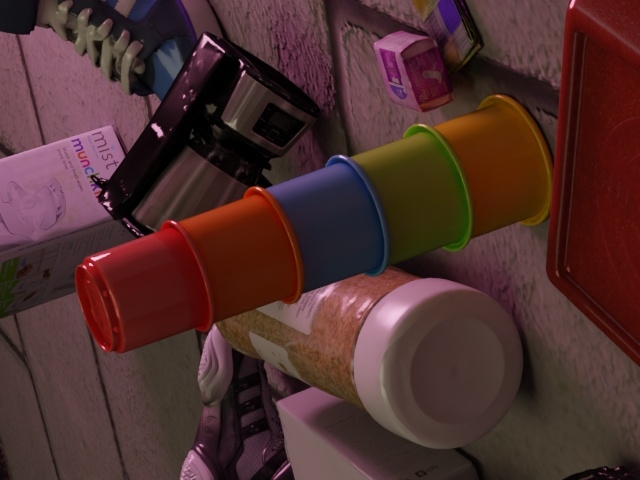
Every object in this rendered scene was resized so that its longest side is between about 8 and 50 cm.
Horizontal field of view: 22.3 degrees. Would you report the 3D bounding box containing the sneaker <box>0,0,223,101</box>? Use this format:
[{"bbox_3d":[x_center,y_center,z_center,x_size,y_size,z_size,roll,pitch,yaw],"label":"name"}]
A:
[{"bbox_3d":[-0.245,-0.211,1.559,0.323,0.236,0.130,63,158,17],"label":"sneaker"}]

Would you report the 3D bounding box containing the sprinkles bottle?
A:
[{"bbox_3d":[0.025,0.070,1.323,0.355,0.121,0.121,18,125,64],"label":"sprinkles bottle"}]

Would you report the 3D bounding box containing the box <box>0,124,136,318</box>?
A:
[{"bbox_3d":[-0.354,-0.008,2.011,0.127,0.231,0.262,64,158,13],"label":"box"}]

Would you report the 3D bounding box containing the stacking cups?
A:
[{"bbox_3d":[0.000,0.000,1.053,0.096,0.316,0.096,50,152,38],"label":"stacking cups"}]

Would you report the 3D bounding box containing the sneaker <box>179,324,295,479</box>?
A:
[{"bbox_3d":[-0.050,0.186,1.642,0.101,0.153,0.268,80,-161,-71],"label":"sneaker"}]

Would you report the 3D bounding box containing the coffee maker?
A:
[{"bbox_3d":[-0.106,-0.084,1.391,0.171,0.178,0.120,37,-174,27],"label":"coffee maker"}]

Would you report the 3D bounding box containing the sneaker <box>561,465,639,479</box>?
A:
[{"bbox_3d":[0.228,0.253,1.032,0.271,0.100,0.108,50,156,40],"label":"sneaker"}]

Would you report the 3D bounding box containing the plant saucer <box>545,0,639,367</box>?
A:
[{"bbox_3d":[0.209,-0.007,0.915,0.258,0.047,0.259,48,151,43],"label":"plant saucer"}]

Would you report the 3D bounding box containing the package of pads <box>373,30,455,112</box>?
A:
[{"bbox_3d":[0.065,-0.121,1.157,0.083,0.032,0.050,-140,28,-74],"label":"package of pads"}]

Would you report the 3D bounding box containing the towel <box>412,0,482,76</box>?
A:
[{"bbox_3d":[0.083,-0.160,1.131,0.083,0.009,0.060,66,158,9],"label":"towel"}]

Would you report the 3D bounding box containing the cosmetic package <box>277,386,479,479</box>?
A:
[{"bbox_3d":[0.054,0.215,1.435,0.231,0.085,0.117,34,140,59],"label":"cosmetic package"}]
